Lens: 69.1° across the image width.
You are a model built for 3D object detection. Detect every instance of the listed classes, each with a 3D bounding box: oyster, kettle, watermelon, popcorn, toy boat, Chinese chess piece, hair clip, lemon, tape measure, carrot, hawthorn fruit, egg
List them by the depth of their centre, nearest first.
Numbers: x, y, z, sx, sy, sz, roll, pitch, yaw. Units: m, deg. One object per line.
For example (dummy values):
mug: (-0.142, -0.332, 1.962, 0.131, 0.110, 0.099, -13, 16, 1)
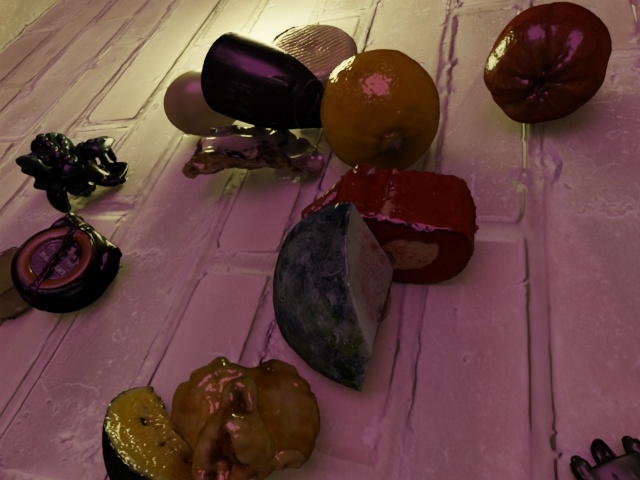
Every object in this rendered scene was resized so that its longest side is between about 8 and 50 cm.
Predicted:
toy boat: (0.402, 0.345, 0.565, 0.104, 0.052, 0.210, -21, 49, -1)
popcorn: (-0.120, 0.284, 0.705, 0.226, 0.200, 0.203, 29, 42, -12)
watermelon: (-0.276, 0.336, 0.745, 0.129, 0.123, 0.301, -19, 28, -34)
watermelon: (0.036, 0.068, 0.830, 0.213, 0.290, 0.320, 1, 18, -29)
hawthorn fruit: (0.492, -0.394, 1.025, 0.258, 0.258, 0.262, -8, 55, 12)
lemon: (0.132, -0.285, 1.045, 0.293, 0.293, 0.293, -10, 49, 11)
carrot: (0.032, -0.090, 1.055, 0.186, 0.060, 0.060, -38, 50, -10)
tape measure: (-0.587, 0.061, 1.077, 0.202, 0.135, 0.223, 34, 60, 14)
Chinese chess piece: (-0.767, 0.104, 1.156, 0.188, 0.083, 0.188, -12, 46, 12)
kettle: (-0.109, -0.372, 1.180, 0.290, 0.268, 0.208, 25, 93, 18)
oyster: (-0.177, -0.218, 1.181, 0.351, 0.115, 0.238, -12, 32, -9)
hair clip: (-0.729, -0.215, 1.344, 0.310, 0.195, 0.206, 8, 48, 26)
egg: (-0.335, -0.404, 1.356, 0.241, 0.186, 0.186, -18, 48, 1)

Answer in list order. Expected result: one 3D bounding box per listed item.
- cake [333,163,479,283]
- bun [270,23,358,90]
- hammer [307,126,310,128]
cake: (0.148, -0.025, 0.876, 0.282, 0.177, 0.151, 7, 55, 11)
bun: (-0.026, -0.508, 1.367, 0.287, 0.146, 0.287, -2, 61, 4)
hammer: (0.011, -0.323, 1.283, 0.178, 0.021, 0.065, -1, 51, 22)
